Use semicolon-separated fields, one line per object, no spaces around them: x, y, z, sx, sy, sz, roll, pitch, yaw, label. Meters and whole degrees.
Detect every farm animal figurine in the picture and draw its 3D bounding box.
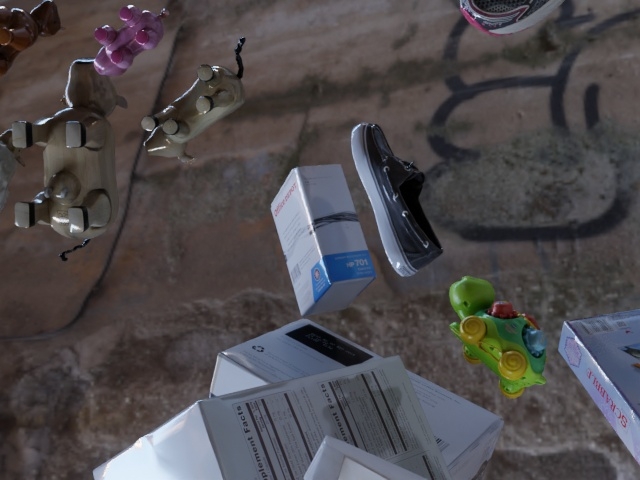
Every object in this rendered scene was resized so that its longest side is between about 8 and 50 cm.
-0.274;-0.140;1.010;0.172;0.330;0.327;-44;-26;-77;farm animal figurine

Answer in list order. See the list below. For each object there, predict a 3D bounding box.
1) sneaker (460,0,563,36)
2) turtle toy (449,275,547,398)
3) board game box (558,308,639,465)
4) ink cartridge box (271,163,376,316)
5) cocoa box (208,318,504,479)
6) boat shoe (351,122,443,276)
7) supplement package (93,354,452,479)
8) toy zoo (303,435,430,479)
0.271;-0.362;0.910;0.121;0.299;0.112;47;-165;11;sneaker
0.170;0.089;0.786;0.066;0.130;0.095;-42;-26;-8;turtle toy
0.551;0.210;1.131;0.318;0.318;0.066;-112;18;-54;board game box
0.000;0.000;1.232;0.139;0.082;0.191;128;131;-58;ink cartridge box
0.030;0.298;1.130;0.231;0.347;0.228;-14;-57;-57;cocoa box
0.105;-0.067;1.072;0.080;0.076;0.228;28;-138;-52;boat shoe
-0.034;0.253;0.779;0.262;0.199;0.198;-4;-115;-46;supplement package
0.067;0.181;0.377;0.030;0.192;0.293;-64;-5;10;toy zoo
